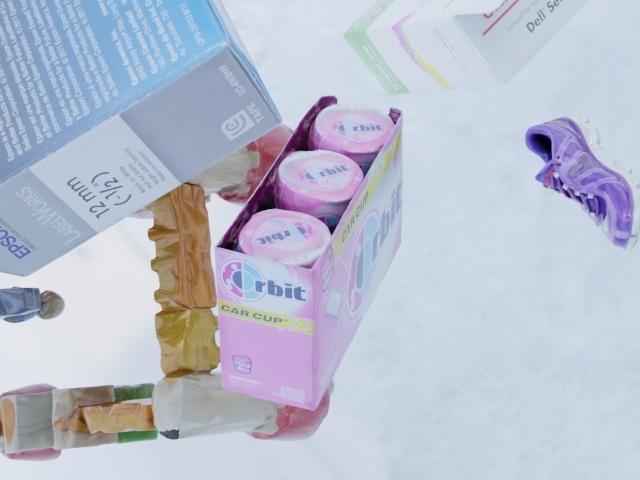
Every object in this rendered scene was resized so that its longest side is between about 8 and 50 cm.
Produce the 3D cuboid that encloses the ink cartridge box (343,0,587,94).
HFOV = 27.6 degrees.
[{"bbox_3d":[0.209,-0.299,1.688,0.207,0.353,0.119,-46,112,-17],"label":"ink cartridge box"}]

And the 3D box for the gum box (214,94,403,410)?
[{"bbox_3d":[0.000,0.000,0.810,0.062,0.188,0.107,12,128,15],"label":"gum box"}]

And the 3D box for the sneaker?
[{"bbox_3d":[0.240,-0.050,1.205,0.071,0.170,0.068,-9,132,-18],"label":"sneaker"}]

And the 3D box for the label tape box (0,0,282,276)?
[{"bbox_3d":[-0.235,-0.114,1.008,0.347,0.115,0.249,-31,55,7],"label":"label tape box"}]

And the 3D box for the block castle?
[{"bbox_3d":[-0.203,0.059,1.274,0.453,0.213,0.303,-12,81,41],"label":"block castle"}]
